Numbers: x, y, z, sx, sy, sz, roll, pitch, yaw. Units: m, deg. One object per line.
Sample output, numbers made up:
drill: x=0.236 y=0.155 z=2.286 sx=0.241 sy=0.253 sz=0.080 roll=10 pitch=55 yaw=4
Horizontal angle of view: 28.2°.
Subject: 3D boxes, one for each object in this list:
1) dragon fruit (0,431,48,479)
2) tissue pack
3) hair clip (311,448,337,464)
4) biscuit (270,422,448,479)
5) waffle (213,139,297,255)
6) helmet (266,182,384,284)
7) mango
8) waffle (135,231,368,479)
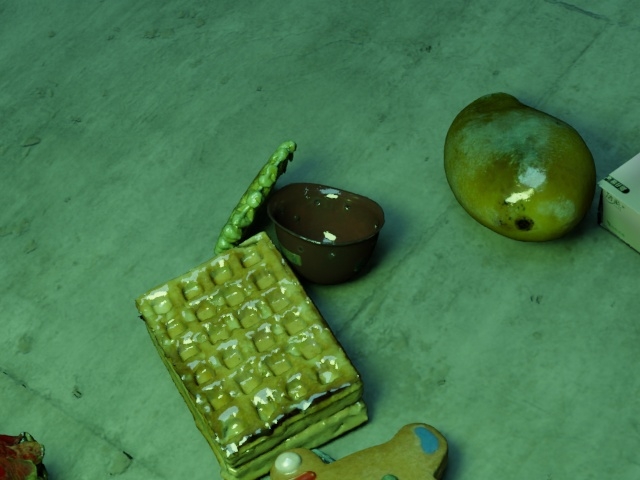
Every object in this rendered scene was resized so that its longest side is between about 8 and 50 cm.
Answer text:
dragon fruit: x=-0.462 y=0.320 z=1.518 sx=0.299 sy=0.244 sz=0.244 roll=-31 pitch=50 yaw=-24
tissue pack: x=0.501 y=-0.025 z=1.669 sx=0.148 sy=0.092 sz=0.246 roll=-34 pitch=51 yaw=-17
hair clip: x=0.068 y=0.340 z=1.507 sx=0.083 sy=0.048 sz=0.275 roll=-28 pitch=45 yaw=-12
biscuit: x=0.006 y=0.317 z=1.480 sx=0.324 sy=0.049 sz=0.205 roll=-14 pitch=43 yaw=-2
waffle: x=-0.093 y=-0.059 z=1.804 sx=0.036 sy=0.169 sz=0.183 roll=32 pitch=63 yaw=-2
helmet: x=0.000 y=0.000 z=1.757 sx=0.155 sy=0.106 sz=0.175 roll=-22 pitch=42 yaw=-37
mango: x=0.268 y=-0.114 z=1.770 sx=0.192 sy=0.146 sz=0.316 roll=-15 pitch=39 yaw=-3
waffle: x=-0.092 y=0.152 z=1.667 sx=0.213 sy=0.091 sz=0.308 roll=-28 pitch=49 yaw=-10
